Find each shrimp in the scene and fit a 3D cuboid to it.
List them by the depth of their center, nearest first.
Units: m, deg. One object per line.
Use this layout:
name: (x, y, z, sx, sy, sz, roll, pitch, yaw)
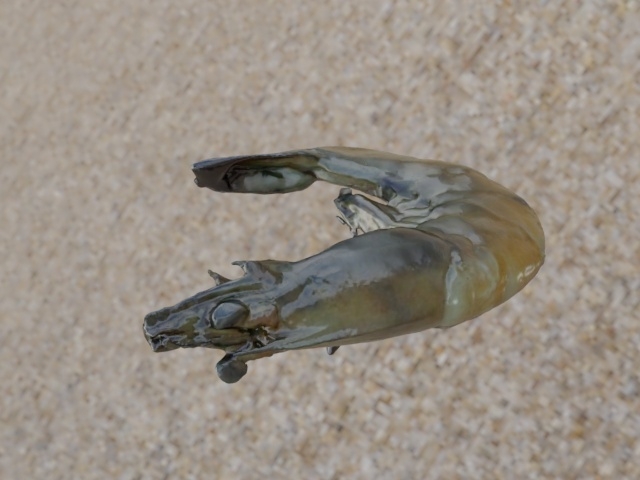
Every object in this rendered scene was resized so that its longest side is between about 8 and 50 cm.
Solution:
shrimp: (0.000, 0.000, 0.679, 0.150, 0.217, 0.051, 42, 135, 40)
